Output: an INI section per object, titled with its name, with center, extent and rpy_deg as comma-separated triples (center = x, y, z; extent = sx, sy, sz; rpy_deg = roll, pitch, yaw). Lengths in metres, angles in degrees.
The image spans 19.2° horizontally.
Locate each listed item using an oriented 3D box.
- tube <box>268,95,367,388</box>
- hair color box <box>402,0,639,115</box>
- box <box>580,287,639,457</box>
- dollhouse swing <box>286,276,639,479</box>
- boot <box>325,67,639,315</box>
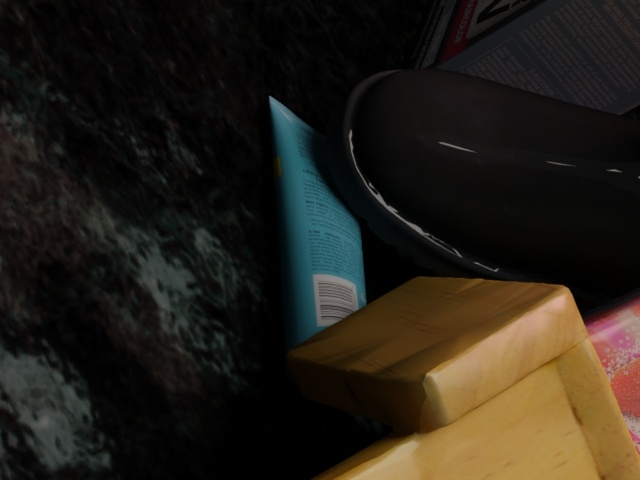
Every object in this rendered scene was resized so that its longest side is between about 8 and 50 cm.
[tube]
center = 0.000, 0.000, 1.213
extent = 0.080, 0.052, 0.207
rpy_deg = 37, 36, -38
[hair color box]
center = 0.241, -0.201, 1.374
extent = 0.113, 0.374, 0.185
rpy_deg = 47, 36, -20
[box]
center = 0.224, 0.182, 1.150
extent = 0.154, 0.142, 0.300
rpy_deg = -24, 87, -16
[dollhouse swing]
center = 0.036, 0.240, 1.005
extent = 0.305, 0.315, 0.346
rpy_deg = -25, 98, -16
[boot]
center = 0.270, -0.096, 1.157
extent = 0.367, 0.445, 0.146
rpy_deg = 22, 56, -26
